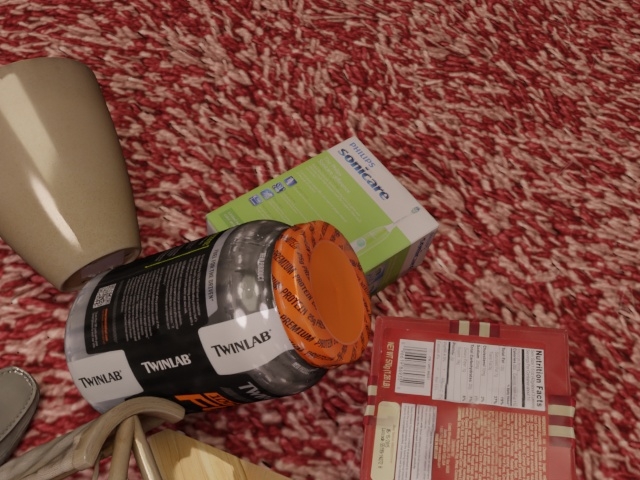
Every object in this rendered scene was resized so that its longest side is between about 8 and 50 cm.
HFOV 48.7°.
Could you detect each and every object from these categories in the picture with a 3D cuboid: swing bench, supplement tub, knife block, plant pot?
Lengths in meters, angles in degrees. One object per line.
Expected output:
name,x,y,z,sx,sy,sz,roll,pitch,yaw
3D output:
swing bench,-0.270,0.320,0.738,0.253,0.165,0.255,-30,59,22
supplement tub,-0.123,0.098,0.854,0.338,0.207,0.207,-17,52,29
knife block,-0.120,0.384,0.826,0.275,0.088,0.242,21,57,6
plant pot,-0.379,-0.074,1.017,0.256,0.256,0.274,-28,80,-22

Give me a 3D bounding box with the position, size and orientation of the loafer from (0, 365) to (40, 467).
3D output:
loafer,-0.449,0.253,0.821,0.112,0.111,0.319,32,40,3

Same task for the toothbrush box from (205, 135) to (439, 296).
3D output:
toothbrush box,0.000,0.000,1.067,0.283,0.122,0.206,-32,67,-23

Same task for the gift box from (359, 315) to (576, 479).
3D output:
gift box,0.150,0.240,0.854,0.276,0.258,0.255,7,57,12
